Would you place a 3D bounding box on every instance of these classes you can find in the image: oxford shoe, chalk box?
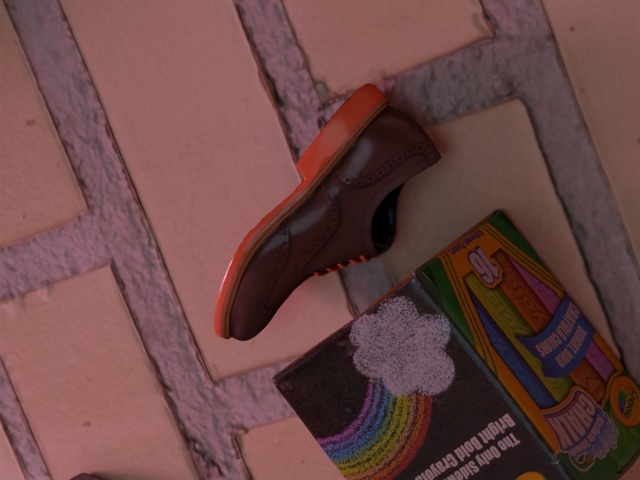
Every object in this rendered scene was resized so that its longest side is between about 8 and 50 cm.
[{"bbox_3d":[0.000,0.000,1.662,0.098,0.097,0.271,38,122,6],"label":"oxford shoe"},{"bbox_3d":[0.140,0.156,1.586,0.180,0.179,0.289,-38,87,33],"label":"chalk box"}]

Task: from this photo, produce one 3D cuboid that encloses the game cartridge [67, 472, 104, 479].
[{"bbox_3d":[-0.199,0.382,1.933,0.196,0.060,0.294,19,115,27],"label":"game cartridge"}]
